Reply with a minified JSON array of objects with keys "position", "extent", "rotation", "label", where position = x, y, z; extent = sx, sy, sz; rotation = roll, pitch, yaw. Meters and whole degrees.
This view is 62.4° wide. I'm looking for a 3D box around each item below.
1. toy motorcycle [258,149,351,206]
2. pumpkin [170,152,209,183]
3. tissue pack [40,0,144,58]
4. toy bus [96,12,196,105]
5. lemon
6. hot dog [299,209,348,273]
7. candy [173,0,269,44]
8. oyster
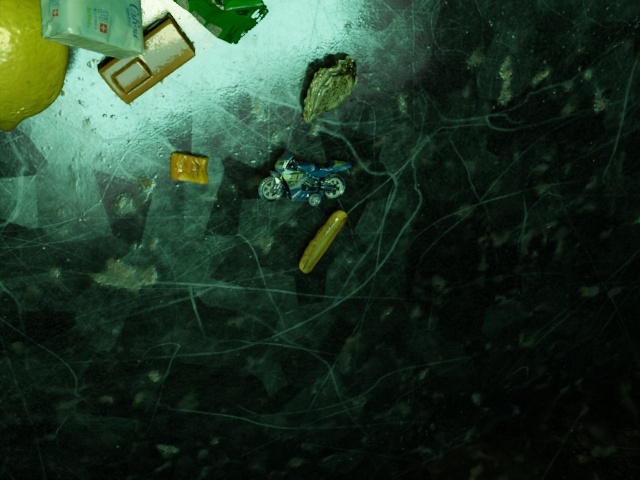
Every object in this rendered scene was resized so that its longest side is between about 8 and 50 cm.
[{"position":[-0.038,-0.166,1.377],"extent":[0.255,0.092,0.135],"rotation":[-3,111,-26],"label":"toy motorcycle"},{"position":[-0.321,-0.174,1.311],"extent":[0.101,0.035,0.073],"rotation":[3,121,-22],"label":"pumpkin"},{"position":[-0.416,-0.487,0.966],"extent":[0.177,0.089,0.263],"rotation":[-10,102,-59],"label":"tissue pack"},{"position":[-0.371,-0.381,1.125],"extent":[0.201,0.114,0.098],"rotation":[-34,123,4],"label":"toy bus"},{"position":[-0.607,-0.357,0.989],"extent":[0.245,0.245,0.319],"rotation":[6,121,-21],"label":"lemon"},{"position":[0.000,0.000,1.509],"extent":[0.215,0.047,0.066],"rotation":[-56,156,18],"label":"hot dog"},{"position":[-0.221,-0.505,1.105],"extent":[0.203,0.078,0.141],"rotation":[30,126,-27],"label":"candy"},{"position":[0.021,-0.372,1.293],"extent":[0.177,0.064,0.125],"rotation":[-37,139,-7],"label":"oyster"}]
